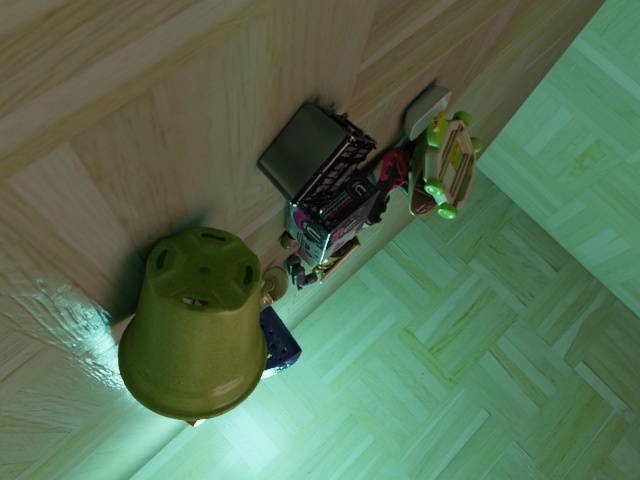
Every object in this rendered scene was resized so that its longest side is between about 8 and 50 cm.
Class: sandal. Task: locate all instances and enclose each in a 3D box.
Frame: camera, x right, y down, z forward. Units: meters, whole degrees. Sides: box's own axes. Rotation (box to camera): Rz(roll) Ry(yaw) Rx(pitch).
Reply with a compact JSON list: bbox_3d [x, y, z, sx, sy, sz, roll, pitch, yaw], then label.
[{"bbox_3d":[-0.179,0.172,1.585,0.079,0.088,0.240,-42,176,-45],"label":"sandal"}]

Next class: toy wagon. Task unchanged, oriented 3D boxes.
[{"bbox_3d":[0.368,-0.240,1.501,0.344,0.068,0.267,46,61,-46],"label":"toy wagon"}]

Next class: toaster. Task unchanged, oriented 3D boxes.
[{"bbox_3d":[-0.005,-0.144,0.936,0.186,0.110,0.168,-48,168,19],"label":"toaster"}]

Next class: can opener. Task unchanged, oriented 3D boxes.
[{"bbox_3d":[-0.059,0.107,1.783,0.095,0.076,0.283,-22,166,-8],"label":"can opener"}]

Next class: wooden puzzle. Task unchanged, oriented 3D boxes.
[{"bbox_3d":[0.074,0.070,2.173,0.221,0.044,0.239,-46,-176,8],"label":"wooden puzzle"}]

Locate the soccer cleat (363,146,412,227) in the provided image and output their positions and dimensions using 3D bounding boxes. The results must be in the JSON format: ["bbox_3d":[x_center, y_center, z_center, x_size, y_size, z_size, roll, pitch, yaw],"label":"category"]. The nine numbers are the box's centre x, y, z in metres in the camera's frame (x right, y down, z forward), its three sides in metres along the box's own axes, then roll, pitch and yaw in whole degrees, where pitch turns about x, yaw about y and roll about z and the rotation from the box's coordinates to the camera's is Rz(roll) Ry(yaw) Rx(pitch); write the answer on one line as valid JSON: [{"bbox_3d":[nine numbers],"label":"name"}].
[{"bbox_3d":[0.150,-0.165,1.520,0.143,0.116,0.331,1,-139,38],"label":"soccer cleat"}]

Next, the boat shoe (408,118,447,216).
[{"bbox_3d":[0.322,-0.221,1.610,0.098,0.109,0.303,16,-86,65],"label":"boat shoe"}]

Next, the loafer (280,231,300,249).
[{"bbox_3d":[-0.042,-0.026,1.412,0.148,0.056,0.050,-39,175,-25],"label":"loafer"}]

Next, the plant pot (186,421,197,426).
[{"bbox_3d":[-0.329,0.358,1.424,0.291,0.203,0.291,-43,169,-10],"label":"plant pot"}]

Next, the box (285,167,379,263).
[{"bbox_3d":[0.020,-0.068,1.242,0.163,0.142,0.247,-41,169,-16],"label":"box"}]

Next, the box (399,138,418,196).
[{"bbox_3d":[0.318,-0.223,1.702,0.158,0.156,0.093,-45,180,4],"label":"box"}]

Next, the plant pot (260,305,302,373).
[{"bbox_3d":[-0.226,0.390,1.901,0.212,0.236,0.236,-32,166,-21],"label":"plant pot"}]

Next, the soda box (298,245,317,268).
[{"bbox_3d":[0.000,0.000,1.626,0.069,0.074,0.216,-38,167,-32],"label":"soda box"}]

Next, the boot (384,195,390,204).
[{"bbox_3d":[0.175,-0.099,1.905,0.189,0.076,0.208,-31,164,7],"label":"boot"}]

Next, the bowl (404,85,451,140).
[{"bbox_3d":[0.273,-0.341,1.384,0.142,0.053,0.142,-45,170,-2],"label":"bowl"}]

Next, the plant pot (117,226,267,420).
[{"bbox_3d":[-0.207,0.125,0.907,0.276,0.276,0.254,-35,155,-40],"label":"plant pot"}]

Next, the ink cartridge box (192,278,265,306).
[{"bbox_3d":[-0.236,0.150,1.318,0.175,0.072,0.127,-36,166,-37],"label":"ink cartridge box"}]

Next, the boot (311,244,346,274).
[{"bbox_3d":[0.015,0.079,2.014,0.152,0.073,0.197,-44,168,21],"label":"boot"}]
